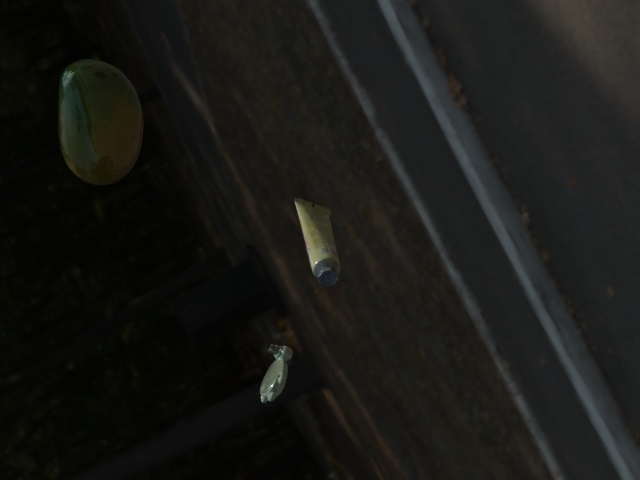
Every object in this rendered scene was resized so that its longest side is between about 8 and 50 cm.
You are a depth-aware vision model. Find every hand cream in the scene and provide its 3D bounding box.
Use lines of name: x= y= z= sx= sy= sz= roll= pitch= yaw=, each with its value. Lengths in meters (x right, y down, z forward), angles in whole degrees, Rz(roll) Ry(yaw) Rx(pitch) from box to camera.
hand cream: x=0.000 y=0.000 z=0.845 sx=0.022 sy=0.035 sz=0.102 roll=-61 pitch=24 yaw=28

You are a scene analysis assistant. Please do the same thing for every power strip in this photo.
power strip: x=-0.065 y=0.181 z=1.434 sx=0.035 sy=0.083 sz=0.055 roll=29 pitch=155 yaw=-20

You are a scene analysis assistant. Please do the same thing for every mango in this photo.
mango: x=-0.292 y=-0.156 z=1.374 sx=0.091 sy=0.130 sz=0.195 roll=27 pitch=155 yaw=25
